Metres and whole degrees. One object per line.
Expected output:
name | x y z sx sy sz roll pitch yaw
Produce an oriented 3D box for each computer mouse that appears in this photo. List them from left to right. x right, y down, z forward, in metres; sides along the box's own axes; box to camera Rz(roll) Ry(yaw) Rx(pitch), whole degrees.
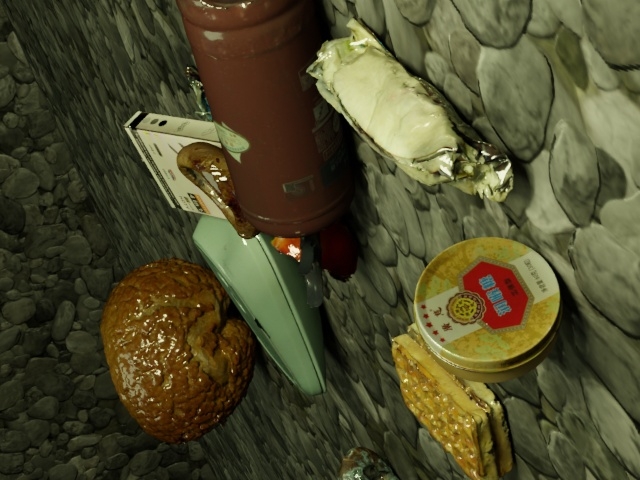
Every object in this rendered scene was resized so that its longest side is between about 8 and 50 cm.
computer mouse | -0.056 0.063 1.557 0.159 0.097 0.288 40 165 52

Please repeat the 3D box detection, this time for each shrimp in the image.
shrimp | -0.084 -0.137 1.387 0.076 0.082 0.174 -13 120 33
shrimp | 0.097 0.367 1.622 0.090 0.079 0.232 -27 93 38

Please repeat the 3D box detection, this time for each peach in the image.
peach | -0.001 0.000 1.292 0.098 0.061 0.098 23 -172 -3

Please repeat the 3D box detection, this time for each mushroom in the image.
mushroom | -0.095 -0.056 1.283 0.123 0.052 0.123 45 172 9

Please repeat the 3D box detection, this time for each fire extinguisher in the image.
fire extinguisher | -0.038 -0.099 1.138 0.135 0.114 0.337 -87 -13 -46

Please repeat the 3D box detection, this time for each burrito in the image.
burrito | 0.063 -0.092 0.930 0.229 0.063 0.058 51 134 42

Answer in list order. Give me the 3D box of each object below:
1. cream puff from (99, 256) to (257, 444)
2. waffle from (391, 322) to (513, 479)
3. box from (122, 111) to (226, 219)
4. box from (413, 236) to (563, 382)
cream puff | -0.219 0.171 2.063 0.303 0.212 0.303 49 -150 -41
waffle | 0.124 0.154 1.197 0.148 0.042 0.102 45 156 49
box | -0.103 -0.073 1.376 0.247 0.033 0.129 12 141 42
box | 0.119 0.049 0.901 0.105 0.106 0.037 53 169 33
